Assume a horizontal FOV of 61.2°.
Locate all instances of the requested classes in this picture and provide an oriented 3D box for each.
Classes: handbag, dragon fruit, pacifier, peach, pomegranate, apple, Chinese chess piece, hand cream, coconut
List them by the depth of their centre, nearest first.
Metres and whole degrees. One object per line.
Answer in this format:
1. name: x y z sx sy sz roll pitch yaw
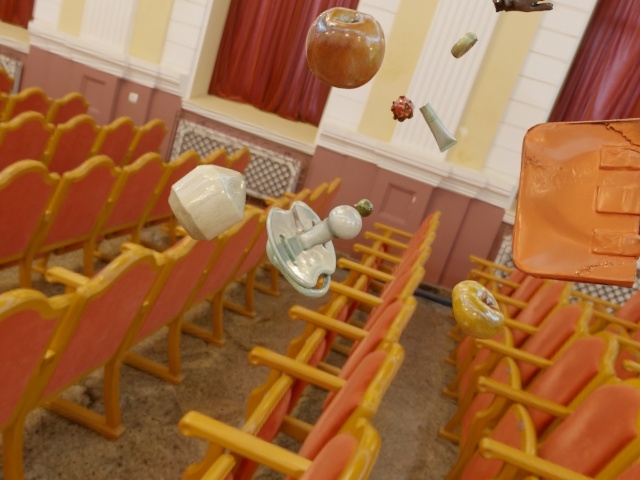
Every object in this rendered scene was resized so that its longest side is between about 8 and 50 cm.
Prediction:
1. handbag: 0.652 -0.098 1.359 0.303 0.410 0.116 5 -8 30
2. pacifier: 0.000 0.000 1.513 0.288 0.269 0.343 63 28 -3
3. peach: 0.450 0.199 1.553 0.179 0.103 0.179 29 37 -25
4. Chinese chess piece: 0.419 -0.569 1.577 0.034 0.084 0.084 50 20 5
5. apple: 0.078 -0.608 1.693 0.253 0.253 0.253 17 15 -5
6. coconut: -0.370 -0.139 1.832 0.237 0.266 0.237 57 -3 4
7. dragon fruit: 0.297 -0.469 1.949 0.081 0.086 0.116 63 6 17
8. hand cream: 0.464 -0.455 2.159 0.205 0.078 0.050 55 7 -11
9. pomegranate: 0.176 -0.129 2.208 0.073 0.073 0.084 13 -16 -19

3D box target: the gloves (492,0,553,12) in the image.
1. gloves: 0.830 -0.973 2.167 0.285 0.142 0.119 -12 6 3
